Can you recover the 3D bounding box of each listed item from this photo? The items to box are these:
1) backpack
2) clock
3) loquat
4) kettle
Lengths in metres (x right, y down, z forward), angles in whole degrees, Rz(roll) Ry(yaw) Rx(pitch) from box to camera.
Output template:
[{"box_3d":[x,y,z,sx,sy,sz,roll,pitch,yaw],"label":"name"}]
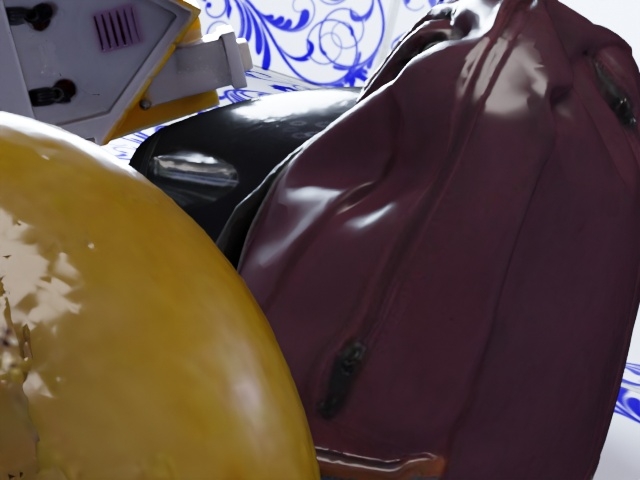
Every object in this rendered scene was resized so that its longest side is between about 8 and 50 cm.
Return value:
[{"box_3d":[0.045,0.034,0.835,0.197,0.317,0.283,19,15,14],"label":"backpack"},{"box_3d":[-0.214,-0.153,1.307,0.309,0.235,0.166,-14,15,-4],"label":"clock"},{"box_3d":[-0.127,0.086,0.562,0.263,0.263,0.263,13,13,-3],"label":"loquat"},{"box_3d":[0.000,0.000,1.299,0.290,0.207,0.268,4,-17,14],"label":"kettle"}]
